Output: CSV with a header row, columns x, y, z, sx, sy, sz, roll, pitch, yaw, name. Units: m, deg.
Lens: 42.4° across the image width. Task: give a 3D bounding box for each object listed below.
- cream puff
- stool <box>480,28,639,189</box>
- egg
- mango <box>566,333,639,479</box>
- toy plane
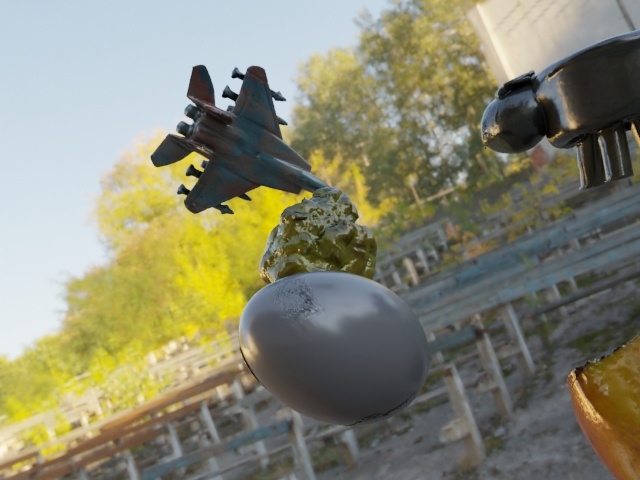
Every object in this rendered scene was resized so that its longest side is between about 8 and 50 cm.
x,y,z,sx,sy,sz,roll,pitch,yaw,name
0.000,0.000,0.967,0.146,0.116,0.146,3,12,-1,cream puff
0.292,-0.128,0.858,0.228,0.139,0.153,-18,-4,43,stool
0.014,0.103,0.803,0.198,0.146,0.146,19,-23,-19,egg
0.406,0.223,0.897,0.187,0.257,0.138,-41,-30,19,mango
-0.083,-0.117,1.191,0.104,0.223,0.326,26,1,44,toy plane
